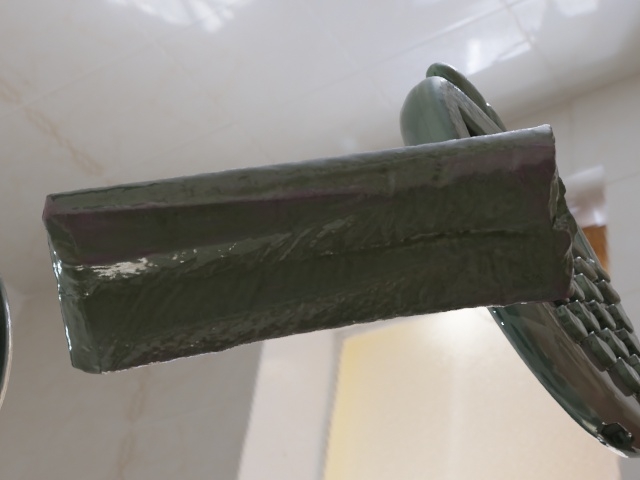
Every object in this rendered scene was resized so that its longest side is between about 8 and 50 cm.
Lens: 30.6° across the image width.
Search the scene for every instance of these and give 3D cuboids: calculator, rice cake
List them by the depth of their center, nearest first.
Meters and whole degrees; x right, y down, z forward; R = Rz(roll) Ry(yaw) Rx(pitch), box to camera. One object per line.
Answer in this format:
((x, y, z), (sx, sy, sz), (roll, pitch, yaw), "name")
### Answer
((0.001, 0.001, 0.491), (0.042, 0.222, 0.080), (-112, 16, -62), "rice cake")
((0.116, -0.001, 0.673), (0.184, 0.042, 0.295), (39, -157, -36), "calculator")

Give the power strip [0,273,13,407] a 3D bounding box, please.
((-0.259, 0.038, 0.644), (0.167, 0.054, 0.253), (-11, -99, -20), "power strip")
